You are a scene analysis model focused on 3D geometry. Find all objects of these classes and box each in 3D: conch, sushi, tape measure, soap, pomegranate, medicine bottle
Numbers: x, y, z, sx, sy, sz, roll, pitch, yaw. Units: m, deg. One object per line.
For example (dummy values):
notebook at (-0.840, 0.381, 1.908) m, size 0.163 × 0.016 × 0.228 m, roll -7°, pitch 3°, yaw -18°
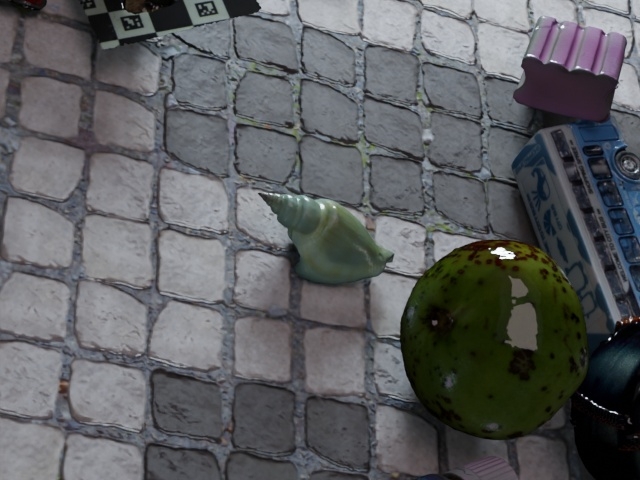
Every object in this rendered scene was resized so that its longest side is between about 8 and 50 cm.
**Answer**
conch at (0.004, -0.005, 1.761) m, size 0.180 × 0.065 × 0.088 m, roll 29°, pitch 50°, yaw -18°
sushi at (-0.198, -0.301, 1.855) m, size 0.192 × 0.050 × 0.215 m, roll -17°, pitch 58°, yaw -19°
tape measure at (0.379, 0.190, 1.754) m, size 0.223 × 0.135 × 0.202 m, roll 10°, pitch 89°, yaw -32°
soap at (0.313, -0.215, 1.979) m, size 0.122 × 0.065 × 0.203 m, roll 15°, pitch 24°, yaw 8°
pomegranate at (0.205, 0.108, 1.719) m, size 0.248 × 0.214 × 0.214 m, roll 12°, pitch 52°, yaw -49°
medicine bottle at (0.112, 0.280, 1.624) m, size 0.203 × 0.083 × 0.083 m, roll -18°, pitch 70°, yaw -34°

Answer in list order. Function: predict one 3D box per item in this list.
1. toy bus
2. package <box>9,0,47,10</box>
toy bus at (0.336, 0.001, 1.900) m, size 0.131 × 0.106 × 0.297 m, roll -6°, pitch 65°, yaw -25°
package at (-0.420, -0.336, 1.781) m, size 0.239 × 0.030 × 0.154 m, roll 7°, pitch 59°, yaw -18°
